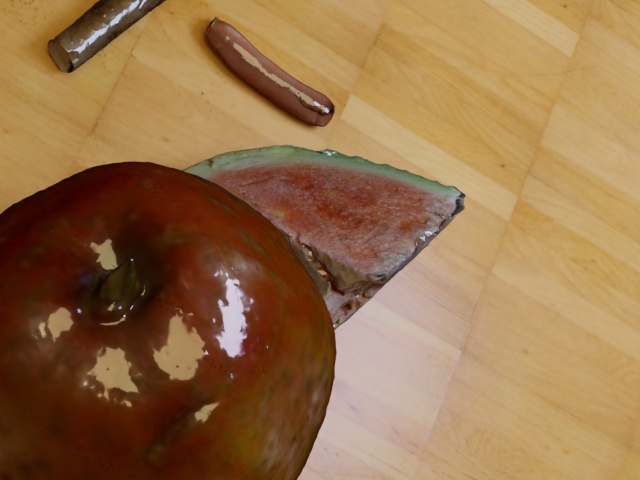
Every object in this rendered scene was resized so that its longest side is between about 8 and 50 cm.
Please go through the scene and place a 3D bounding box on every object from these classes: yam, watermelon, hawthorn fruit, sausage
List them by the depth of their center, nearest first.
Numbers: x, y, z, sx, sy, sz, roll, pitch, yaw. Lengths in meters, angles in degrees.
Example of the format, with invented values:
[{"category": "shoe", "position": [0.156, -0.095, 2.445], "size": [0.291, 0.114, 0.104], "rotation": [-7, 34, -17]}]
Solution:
[{"category": "hawthorn fruit", "position": [-0.175, 0.102, 1.419], "size": [0.403, 0.403, 0.402], "rotation": [7, 74, -24]}, {"category": "watermelon", "position": [0.000, 0.000, 1.637], "size": [0.310, 0.193, 0.231], "rotation": [13, 49, -29]}, {"category": "yam", "position": [-0.195, -0.275, 1.711], "size": [0.264, 0.046, 0.046], "rotation": [-44, 97, -26]}, {"category": "sausage", "position": [-0.058, -0.189, 1.758], "size": [0.177, 0.040, 0.047], "rotation": [35, 65, -12]}]
